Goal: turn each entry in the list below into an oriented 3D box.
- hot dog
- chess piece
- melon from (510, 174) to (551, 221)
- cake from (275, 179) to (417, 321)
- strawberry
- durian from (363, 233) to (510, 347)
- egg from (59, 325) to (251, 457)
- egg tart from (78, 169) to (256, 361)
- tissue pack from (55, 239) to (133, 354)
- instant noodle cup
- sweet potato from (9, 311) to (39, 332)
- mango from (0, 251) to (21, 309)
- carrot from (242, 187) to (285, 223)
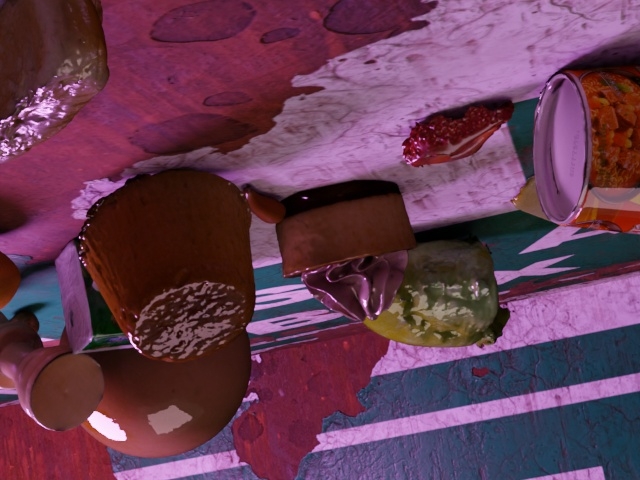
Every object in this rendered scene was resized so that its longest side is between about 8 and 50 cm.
[{"bbox_3d":[-0.213,-0.120,0.891,0.073,0.084,0.242,-2,165,-35],"label":"hot dog"},{"bbox_3d":[-0.468,0.169,1.817,0.117,0.117,0.397,-2,-167,-39],"label":"chess piece"},{"bbox_3d":[0.344,-0.079,1.827,0.113,0.053,0.262,7,168,10],"label":"melon"},{"bbox_3d":[0.035,0.025,1.669,0.185,0.178,0.207,-17,165,35],"label":"cake"},{"bbox_3d":[0.157,-0.117,1.376,0.103,0.048,0.152,-6,172,-42],"label":"strawberry"},{"bbox_3d":[0.189,0.080,2.117,0.339,0.205,0.256,1,153,-14],"label":"durian"},{"bbox_3d":[-0.264,0.191,1.908,0.301,0.301,0.374,-7,175,-20],"label":"egg"},{"bbox_3d":[-0.167,0.030,1.410,0.215,0.171,0.215,-14,138,-13],"label":"egg tart"},{"bbox_3d":[-0.236,0.062,1.667,0.209,0.148,0.156,-3,161,-29],"label":"tissue pack"},{"bbox_3d":[0.329,-0.096,1.278,0.174,0.213,0.213,0,168,-9],"label":"instant noodle cup"},{"bbox_3d":[-0.544,0.158,2.159,0.050,0.050,0.214,-4,174,-30],"label":"sweet potato"},{"bbox_3d":[-0.467,0.053,1.461,0.153,0.126,0.252,-30,168,30],"label":"mango"},{"bbox_3d":[-0.076,-0.046,1.568,0.035,0.035,0.142,-13,165,15],"label":"carrot"}]
